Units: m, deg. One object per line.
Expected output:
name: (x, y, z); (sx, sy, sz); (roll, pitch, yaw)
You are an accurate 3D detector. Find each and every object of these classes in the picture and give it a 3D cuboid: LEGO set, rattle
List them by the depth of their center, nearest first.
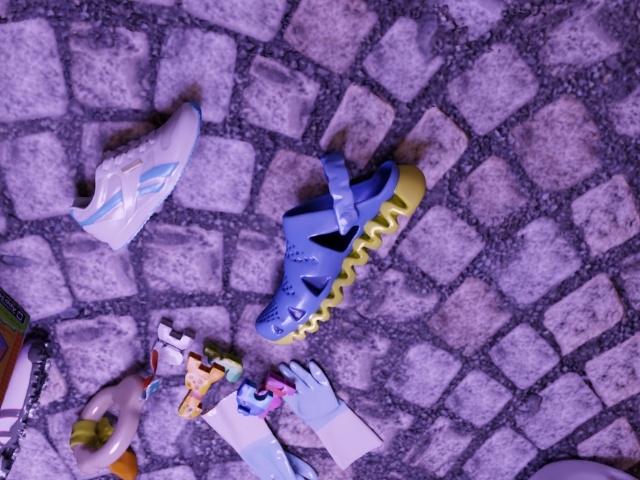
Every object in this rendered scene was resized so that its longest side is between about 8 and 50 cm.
LEGO set: (-0.156, 0.217, 1.321); (0.227, 0.087, 0.093); (29, 105, -12)
rattle: (-0.260, 0.266, 1.331); (0.143, 0.130, 0.199); (42, 93, -22)

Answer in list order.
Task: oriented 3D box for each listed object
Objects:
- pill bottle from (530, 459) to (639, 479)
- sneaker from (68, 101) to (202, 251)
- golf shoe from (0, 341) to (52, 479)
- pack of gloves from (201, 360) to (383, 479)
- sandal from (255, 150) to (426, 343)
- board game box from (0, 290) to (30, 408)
pill bottle: (0.424, 0.588, 1.510); (0.224, 0.224, 0.392); (1, 114, -9)
sneaker: (-0.238, -0.093, 1.184); (0.092, 0.087, 0.228); (35, 103, -19)
golf shoe: (-0.473, 0.253, 1.298); (0.120, 0.105, 0.273); (26, 108, -11)
pack of gloves: (-0.039, 0.306, 1.414); (0.195, 0.046, 0.232); (-34, 114, 8)
sandal: (0.000, 0.000, 1.249); (0.138, 0.126, 0.317); (33, 97, -17)
board game box: (-0.632, 0.161, 1.089); (0.356, 0.356, 0.356); (-36, 114, 8)
